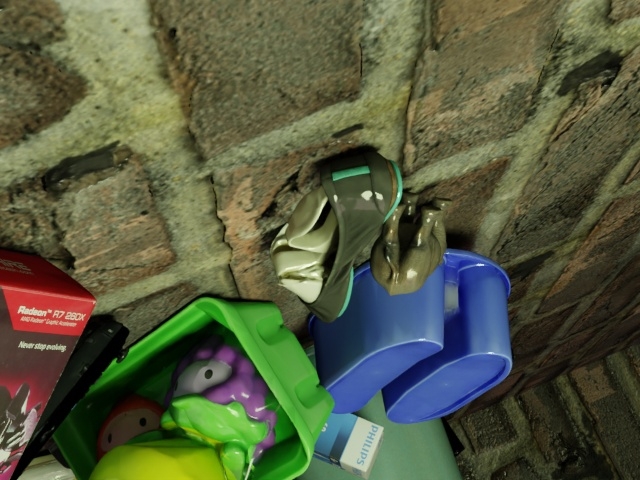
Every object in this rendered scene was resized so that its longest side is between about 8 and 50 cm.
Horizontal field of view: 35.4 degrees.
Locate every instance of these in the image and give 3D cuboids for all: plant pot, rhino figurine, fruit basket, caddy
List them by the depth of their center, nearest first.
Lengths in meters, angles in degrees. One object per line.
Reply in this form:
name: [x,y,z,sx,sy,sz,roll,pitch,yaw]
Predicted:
rhino figurine: [0.112,-0.001,1.166,0.073,0.106,0.243,14,-169,14]
fruit basket: [-0.195,0.269,1.255,0.392,0.283,0.392,-31,174,-4]
caddy: [0.127,0.128,1.443,0.241,0.179,0.341,13,146,-24]
plant pot: [0.083,0.359,1.762,0.341,0.334,0.341,-22,161,-8]

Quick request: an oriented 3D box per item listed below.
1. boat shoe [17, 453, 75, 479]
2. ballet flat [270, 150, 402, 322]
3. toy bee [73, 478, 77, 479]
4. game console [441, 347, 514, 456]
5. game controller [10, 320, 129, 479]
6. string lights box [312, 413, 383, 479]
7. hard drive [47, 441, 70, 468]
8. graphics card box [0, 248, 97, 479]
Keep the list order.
boat shoe: [-0.519,0.432,1.595,0.302,0.103,0.113,-24,162,0]
ballet flat: [0.000,0.000,1.087,0.096,0.095,0.280,-5,145,-21]
toy bee: [-0.402,0.465,1.806,0.195,0.162,0.298,-22,138,21]
game console: [0.274,0.330,2.128,0.044,0.213,0.361,2,137,-52]
game controller: [-0.316,0.221,1.084,0.319,0.067,0.166,-56,177,-42]
string lights box: [-0.033,0.282,1.568,0.133,0.259,0.077,79,34,-71]
hard drive: [-0.285,0.303,1.602,0.172,0.054,0.254,-35,158,29]
graphics card box: [-0.357,0.177,0.823,0.371,0.094,0.233,-62,155,3]
